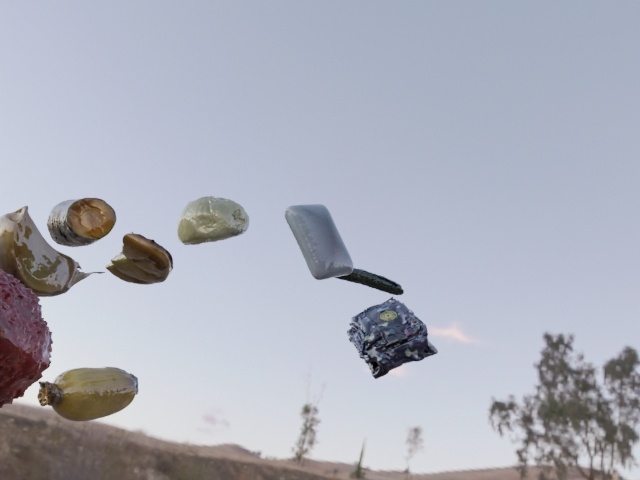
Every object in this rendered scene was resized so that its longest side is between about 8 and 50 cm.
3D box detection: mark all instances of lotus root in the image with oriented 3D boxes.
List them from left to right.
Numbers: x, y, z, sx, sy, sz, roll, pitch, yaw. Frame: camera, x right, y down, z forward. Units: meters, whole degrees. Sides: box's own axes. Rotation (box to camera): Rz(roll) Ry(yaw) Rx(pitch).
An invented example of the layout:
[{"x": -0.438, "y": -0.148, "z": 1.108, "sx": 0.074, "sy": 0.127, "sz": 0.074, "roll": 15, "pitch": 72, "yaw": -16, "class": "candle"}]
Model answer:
[{"x": -0.640, "y": 0.424, "z": 1.901, "sx": 0.146, "sy": 0.131, "sz": 0.303, "roll": 37, "pitch": 19, "yaw": 36, "class": "lotus root"}]

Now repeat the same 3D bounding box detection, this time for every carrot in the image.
[{"x": -0.387, "y": -0.030, "z": 1.097, "sx": 0.082, "sy": 0.082, "sz": 0.173, "roll": 29, "pitch": -21, "yaw": -27, "class": "carrot"}]

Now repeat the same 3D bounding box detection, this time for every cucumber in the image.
[{"x": 0.110, "y": 0.099, "z": 1.860, "sx": 0.257, "sy": 0.043, "sz": 0.044, "roll": 18, "pitch": -40, "yaw": -8, "class": "cucumber"}]

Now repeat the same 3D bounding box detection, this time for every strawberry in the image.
[{"x": -0.549, "y": 0.146, "z": 1.115, "sx": 0.258, "sy": 0.261, "sz": 0.261, "roll": -32, "pitch": -45, "yaw": 20, "class": "strawberry"}]

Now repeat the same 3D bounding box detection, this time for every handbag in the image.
[{"x": 0.149, "y": 0.215, "z": 1.530, "sx": 0.260, "sy": 0.162, "sz": 0.113, "roll": -125, "pitch": -169, "yaw": -74, "class": "handbag"}]

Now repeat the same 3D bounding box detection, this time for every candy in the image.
[{"x": 0.000, "y": 0.000, "z": 1.495, "sx": 0.071, "sy": 0.174, "sz": 0.138, "roll": -33, "pitch": -15, "yaw": 33, "class": "candy"}]

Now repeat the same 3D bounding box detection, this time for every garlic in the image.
[{"x": -0.758, "y": 0.070, "z": 1.850, "sx": 0.151, "sy": 0.196, "sz": 0.338, "roll": 43, "pitch": -7, "yaw": 45, "class": "garlic"}]

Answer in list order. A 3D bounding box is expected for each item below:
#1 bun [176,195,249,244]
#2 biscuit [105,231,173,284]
[{"x": -0.317, "y": -0.063, "z": 1.994, "sx": 0.220, "sy": 0.134, "sz": 0.220, "roll": -12, "pitch": 4, "yaw": 1, "class": "bun"}, {"x": -0.479, "y": 0.065, "z": 1.825, "sx": 0.154, "sy": 0.045, "sz": 0.299, "roll": 33, "pitch": -31, "yaw": -13, "class": "biscuit"}]
